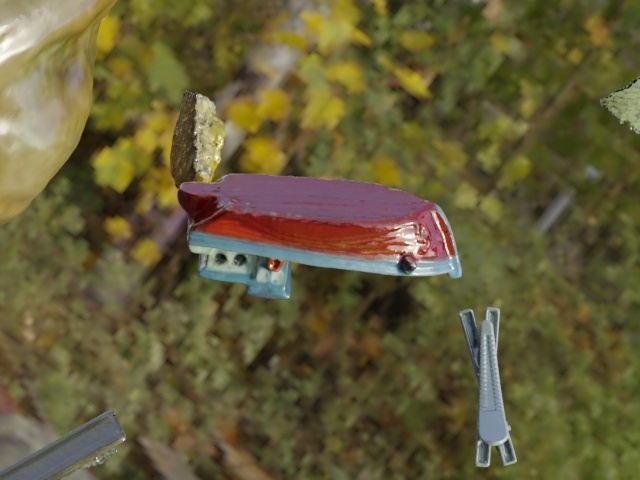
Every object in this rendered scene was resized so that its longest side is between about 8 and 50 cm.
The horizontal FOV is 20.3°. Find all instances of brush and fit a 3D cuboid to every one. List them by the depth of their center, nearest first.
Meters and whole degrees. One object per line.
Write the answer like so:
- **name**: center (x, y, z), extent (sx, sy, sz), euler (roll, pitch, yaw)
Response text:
- **brush**: center (-0.241, 0.195, 1.423), extent (0.034, 0.190, 0.027), euler (57, -9, 29)

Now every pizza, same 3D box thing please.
- **pizza**: center (-0.113, -0.088, 1.661), extent (0.036, 0.099, 0.160), euler (8, 3, -14)

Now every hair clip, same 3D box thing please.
- **hair clip**: center (0.120, 0.101, 1.272), extent (0.039, 0.030, 0.115), euler (101, -15, -67)

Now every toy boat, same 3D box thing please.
- **toy boat**: center (0.000, 0.000, 1.062), extent (0.173, 0.058, 0.069), euler (4, 27, -4)

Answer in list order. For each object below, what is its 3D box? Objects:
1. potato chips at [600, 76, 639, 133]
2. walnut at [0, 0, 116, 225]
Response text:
- **potato chips**: center (0.287, -0.126, 1.348), extent (0.059, 0.167, 0.228), euler (64, -22, 1)
- **walnut**: center (-0.213, -0.115, 0.820), extent (0.283, 0.227, 0.283), euler (-4, 27, 2)
